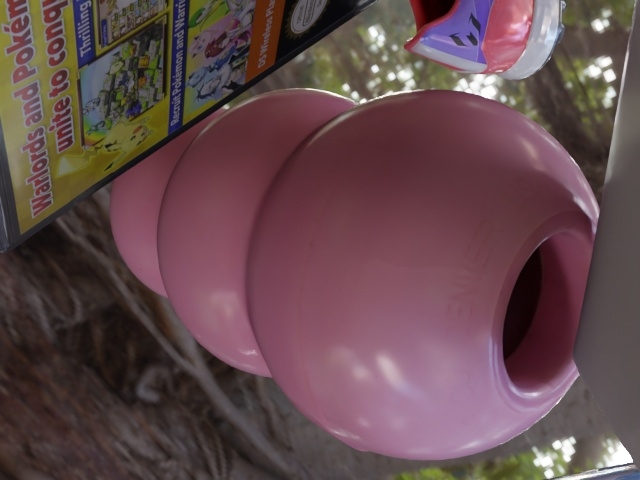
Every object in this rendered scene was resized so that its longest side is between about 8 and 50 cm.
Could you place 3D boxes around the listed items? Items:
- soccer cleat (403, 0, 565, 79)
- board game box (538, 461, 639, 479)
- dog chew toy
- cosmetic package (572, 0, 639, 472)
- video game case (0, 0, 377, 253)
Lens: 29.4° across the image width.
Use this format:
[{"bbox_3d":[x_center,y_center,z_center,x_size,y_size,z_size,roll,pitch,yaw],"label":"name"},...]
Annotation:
[{"bbox_3d":[0.102,-0.278,0.945,0.108,0.116,0.318,-34,-121,58],"label":"soccer cleat"},{"bbox_3d":[0.229,0.254,0.932,0.211,0.160,0.039,-18,179,28],"label":"board game box"},{"bbox_3d":[0.000,0.000,0.730,0.332,0.206,0.206,18,-122,41],"label":"dog chew toy"},{"bbox_3d":[0.335,-0.041,0.455,0.393,0.329,0.327,8,-169,2],"label":"cosmetic package"},{"bbox_3d":[-0.030,-0.137,0.416,0.248,0.275,0.035,-38,-108,-24],"label":"video game case"}]
